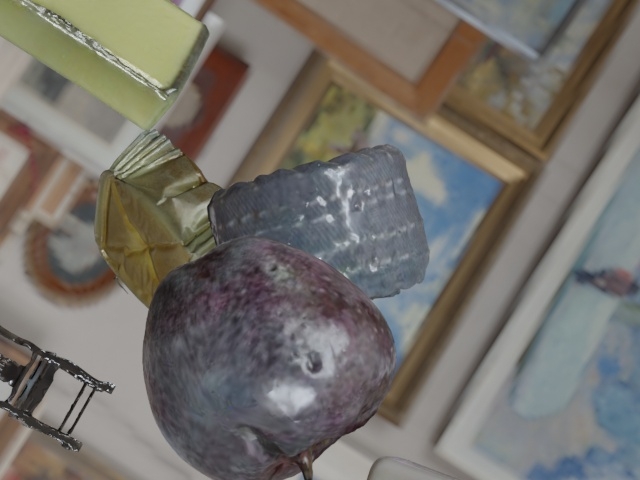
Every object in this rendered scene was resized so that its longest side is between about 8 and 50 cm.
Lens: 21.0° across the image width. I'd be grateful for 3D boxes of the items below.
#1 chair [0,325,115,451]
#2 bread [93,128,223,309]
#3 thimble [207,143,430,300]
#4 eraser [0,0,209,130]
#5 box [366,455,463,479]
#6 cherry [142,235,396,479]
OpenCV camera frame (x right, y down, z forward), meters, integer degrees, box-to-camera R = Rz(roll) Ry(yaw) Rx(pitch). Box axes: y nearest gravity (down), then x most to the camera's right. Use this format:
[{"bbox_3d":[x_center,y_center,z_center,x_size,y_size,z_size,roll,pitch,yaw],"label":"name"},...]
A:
[{"bbox_3d":[-0.397,0.181,2.280,0.106,0.229,0.113,-61,-166,-11],"label":"chair"},{"bbox_3d":[-0.185,-0.015,2.132,0.109,0.192,0.210,-35,154,-32],"label":"bread"},{"bbox_3d":[0.000,0.000,1.905,0.236,0.172,0.205,-16,-178,-38],"label":"thimble"},{"bbox_3d":[-0.187,-0.179,1.439,0.058,0.172,0.117,-47,-164,39],"label":"eraser"},{"bbox_3d":[0.155,0.311,1.637,0.044,0.285,0.142,16,90,-60],"label":"box"},{"bbox_3d":[-0.043,0.088,1.297,0.195,0.195,0.195,-57,-175,7],"label":"cherry"}]
